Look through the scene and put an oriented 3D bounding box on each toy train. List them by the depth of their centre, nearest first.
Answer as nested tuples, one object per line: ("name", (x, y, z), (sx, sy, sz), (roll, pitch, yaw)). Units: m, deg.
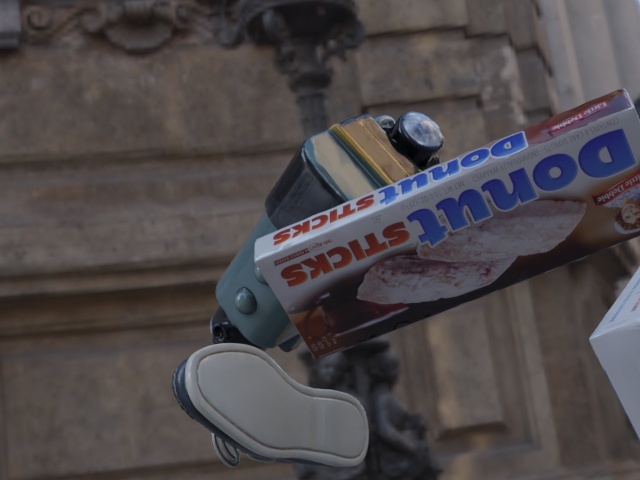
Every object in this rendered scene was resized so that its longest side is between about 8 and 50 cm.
("toy train", (0.000, 0.000, 1.279), (0.190, 0.142, 0.334), (-24, -21, -46))

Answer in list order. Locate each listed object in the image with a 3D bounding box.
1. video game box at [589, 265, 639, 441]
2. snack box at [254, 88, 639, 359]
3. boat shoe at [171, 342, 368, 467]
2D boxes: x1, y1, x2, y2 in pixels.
("video game box", (0.278, 0.116, 0.885), (0.048, 0.205, 0.187), (-23, 6, 36))
("snack box", (0.063, -0.004, 0.552), (0.178, 0.022, 0.064), (-22, -60, 14))
("boat shoe", (-0.052, 0.151, 1.089), (0.079, 0.095, 0.254), (-13, -21, 32))
